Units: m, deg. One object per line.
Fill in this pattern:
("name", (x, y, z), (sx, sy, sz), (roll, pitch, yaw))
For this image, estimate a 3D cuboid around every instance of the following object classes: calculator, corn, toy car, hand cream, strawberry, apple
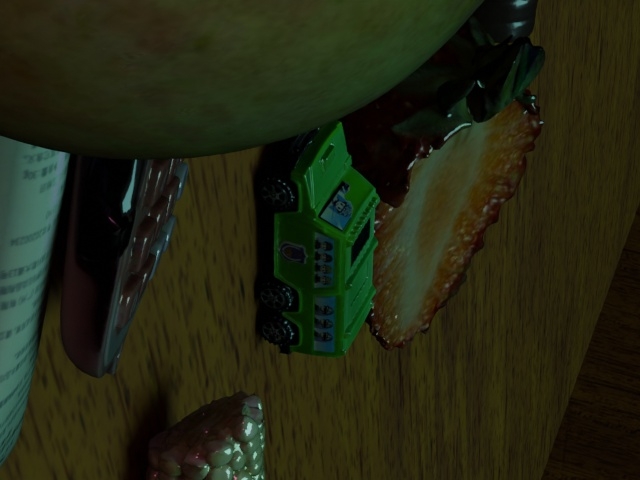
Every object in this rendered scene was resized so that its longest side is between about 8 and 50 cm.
("calculator", (-0.068, -0.096, 0.812), (0.220, 0.048, 0.330), (-86, -172, -77))
("corn", (-0.070, 0.179, 1.092), (0.087, 0.087, 0.211), (-54, 147, -53))
("toy car", (0.000, 0.000, 1.186), (0.071, 0.062, 0.165), (-59, 157, -45))
("hand cream", (-0.134, 0.007, 0.752), (0.095, 0.059, 0.276), (-62, 165, -61))
("strawberry", (0.062, -0.050, 1.299), (0.188, 0.106, 0.286), (-28, 149, -39))
("apple", (-0.059, -0.152, 0.491), (0.234, 0.257, 0.257), (34, 70, -56))

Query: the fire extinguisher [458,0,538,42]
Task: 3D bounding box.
("fire extinguisher", (0.141, -0.275, 1.438), (0.099, 0.071, 0.231), (-105, -162, -61))
